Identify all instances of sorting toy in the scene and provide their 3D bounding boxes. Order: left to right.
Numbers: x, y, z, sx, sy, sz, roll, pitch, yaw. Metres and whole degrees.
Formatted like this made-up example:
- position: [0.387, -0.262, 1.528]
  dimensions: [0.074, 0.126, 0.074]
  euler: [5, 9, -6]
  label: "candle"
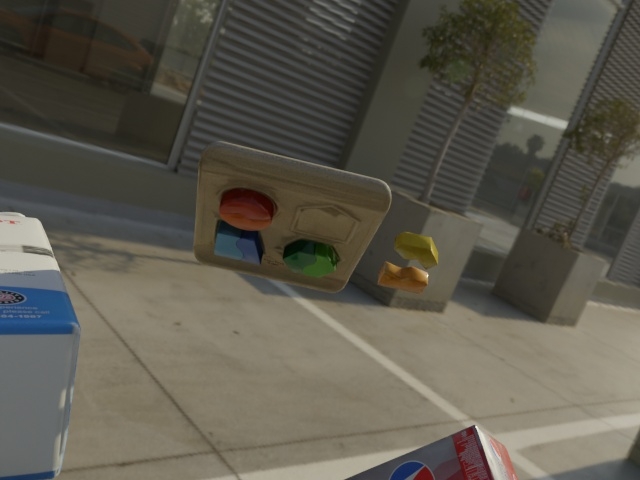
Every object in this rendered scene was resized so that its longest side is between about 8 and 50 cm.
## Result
- position: [0.000, 0.000, 0.773]
  dimensions: [0.307, 0.041, 0.229]
  euler: [13, -34, -6]
  label: "sorting toy"

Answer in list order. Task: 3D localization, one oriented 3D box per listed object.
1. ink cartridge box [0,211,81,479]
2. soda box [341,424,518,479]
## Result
- position: [-0.436, 0.086, 0.678]
  dimensions: [0.285, 0.166, 0.395]
  euler: [4, 14, -29]
  label: "ink cartridge box"
- position: [0.089, 0.304, 0.722]
  dimensions: [0.092, 0.263, 0.084]
  euler: [40, 28, -42]
  label: "soda box"
